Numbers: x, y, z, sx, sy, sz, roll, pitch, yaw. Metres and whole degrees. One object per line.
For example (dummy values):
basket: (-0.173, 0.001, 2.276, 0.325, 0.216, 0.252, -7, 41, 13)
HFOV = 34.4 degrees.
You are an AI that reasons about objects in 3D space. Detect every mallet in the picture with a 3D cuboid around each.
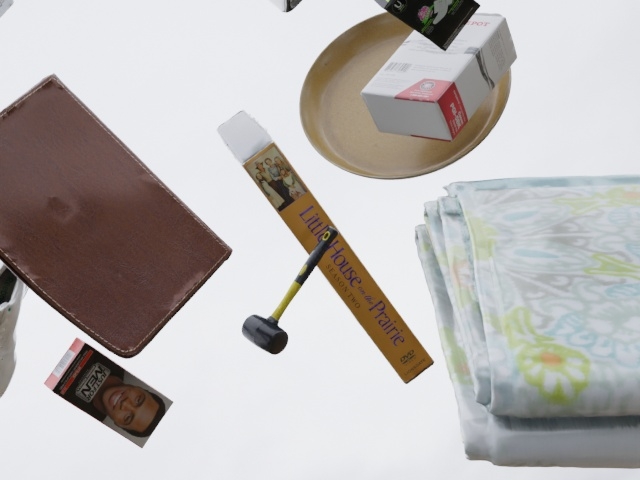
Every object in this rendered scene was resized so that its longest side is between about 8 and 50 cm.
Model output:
mallet: (-0.028, 0.067, 1.378, 0.189, 0.062, 0.039, -51, -40, -2)

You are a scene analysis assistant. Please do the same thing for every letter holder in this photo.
letter holder: (-0.297, -0.001, 1.215, 0.214, 0.302, 0.152, -50, 7, -38)

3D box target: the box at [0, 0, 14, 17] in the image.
box: (-0.400, -0.265, 1.097, 0.087, 0.101, 0.102, -13, -58, 15)

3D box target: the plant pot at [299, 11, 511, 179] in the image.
plant pot: (0.094, -0.159, 1.142, 0.236, 0.236, 0.032, -28, -35, 1)

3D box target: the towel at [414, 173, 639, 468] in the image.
towel: (0.264, 0.046, 0.732, 0.375, 0.320, 0.090, -2, -65, 1)

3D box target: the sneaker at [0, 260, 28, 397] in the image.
sneaker: (-0.445, 0.117, 1.404, 0.080, 0.212, 0.094, 11, -12, -13)

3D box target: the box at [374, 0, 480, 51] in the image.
box: (0.083, -0.213, 0.894, 0.083, 0.062, 0.052, 25, -70, -40)

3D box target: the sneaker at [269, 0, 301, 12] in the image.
sneaker: (-0.047, -0.184, 0.499, 0.083, 0.118, 0.222, -55, 1, -7)

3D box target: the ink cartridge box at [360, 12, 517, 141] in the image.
ink cartridge box: (0.122, -0.168, 1.048, 0.135, 0.099, 0.056, -51, -48, -25)

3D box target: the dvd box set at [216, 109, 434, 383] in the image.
dvd box set: (0.000, 0.000, 1.594, 0.062, 0.307, 0.420, -37, -71, -1)

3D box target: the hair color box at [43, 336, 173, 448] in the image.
hair color box: (-0.258, 0.187, 1.269, 0.141, 0.043, 0.072, 39, -103, -26)
